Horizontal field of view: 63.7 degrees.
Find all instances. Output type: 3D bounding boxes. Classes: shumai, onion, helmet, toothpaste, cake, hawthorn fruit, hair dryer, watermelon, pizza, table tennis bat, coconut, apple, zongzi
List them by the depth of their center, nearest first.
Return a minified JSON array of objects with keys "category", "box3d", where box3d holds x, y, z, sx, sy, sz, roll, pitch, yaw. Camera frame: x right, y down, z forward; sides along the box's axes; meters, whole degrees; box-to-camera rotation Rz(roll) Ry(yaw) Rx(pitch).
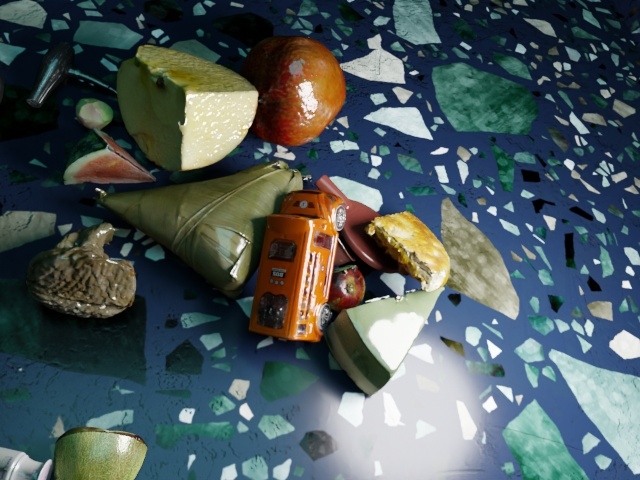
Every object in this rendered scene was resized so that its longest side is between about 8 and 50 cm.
[{"category":"toothpaste","box3d":[-0.625,0.367,0.863,0.324,0.066,0.100,12,56,-4]},{"category":"shumai","box3d":[-0.478,0.055,1.063,0.206,0.166,0.175,18,29,-21]},{"category":"cake","box3d":[0.179,0.222,1.155,0.284,0.158,0.172,-12,65,-27]},{"category":"onion","box3d":[0.050,0.116,1.201,0.117,0.118,0.118,-13,65,-20]},{"category":"watermelon","box3d":[-0.488,-0.207,1.204,0.202,0.207,0.135,-4,87,-38]},{"category":"zongzi","box3d":[-0.231,-0.125,1.223,0.418,0.181,0.447,30,53,3]},{"category":"pizza","box3d":[0.202,0.012,1.244,0.226,0.086,0.335,22,26,-14]},{"category":"helmet","box3d":[0.000,0.000,1.251,0.106,0.155,0.175,-28,36,8]},{"category":"apple","box3d":[-0.346,-0.342,1.266,0.309,0.252,0.314,35,81,34]},{"category":"coconut","box3d":[-0.570,-0.317,1.287,0.083,0.081,0.082,-47,117,-48]},{"category":"table tennis bat","box3d":[0.104,-0.044,1.308,0.310,0.038,0.200,47,34,4]},{"category":"hair dryer","box3d":[-0.621,-0.400,1.338,0.219,0.075,0.195,20,65,-14]},{"category":"hawthorn fruit","box3d":[-0.054,-0.410,1.411,0.285,0.284,0.369,45,35,12]}]

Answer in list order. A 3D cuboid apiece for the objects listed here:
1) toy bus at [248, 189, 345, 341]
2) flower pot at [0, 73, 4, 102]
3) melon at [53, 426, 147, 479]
[{"category":"toy bus","box3d":[-0.052,0.045,1.105,0.143,0.153,0.328,8,84,27]},{"category":"flower pot","box3d":[-0.944,-0.420,1.129,0.380,0.251,0.378,7,59,-12]},{"category":"melon","box3d":[-0.393,0.396,0.905,0.161,0.079,0.128,7,57,-14]}]
